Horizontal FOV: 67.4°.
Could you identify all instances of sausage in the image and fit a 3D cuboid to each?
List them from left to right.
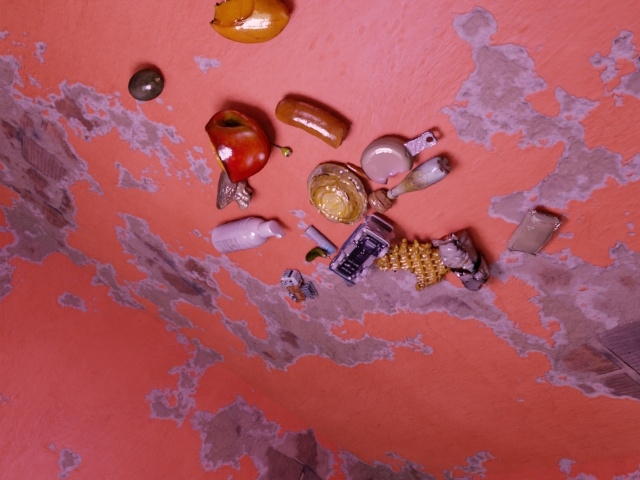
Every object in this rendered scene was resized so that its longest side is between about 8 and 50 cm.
[{"bbox_3d":[-0.033,-0.418,1.677,0.271,0.108,0.108,26,139,4],"label":"sausage"}]

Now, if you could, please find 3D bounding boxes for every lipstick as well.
[{"bbox_3d":[0.000,0.000,2.114,0.158,0.048,0.048,42,137,-14],"label":"lipstick"}]

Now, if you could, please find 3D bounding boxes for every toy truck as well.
[{"bbox_3d":[-0.110,0.222,2.375,0.115,0.080,0.177,-11,126,31],"label":"toy truck"},{"bbox_3d":[0.159,0.042,1.969,0.146,0.175,0.367,33,139,-6],"label":"toy truck"}]

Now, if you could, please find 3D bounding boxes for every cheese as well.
[{"bbox_3d":[0.270,-0.294,1.643,0.286,0.082,0.163,-18,121,39],"label":"cheese"}]

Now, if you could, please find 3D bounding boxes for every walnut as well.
[{"bbox_3d":[0.227,-0.149,1.816,0.079,0.082,0.096,-35,110,16],"label":"walnut"}]

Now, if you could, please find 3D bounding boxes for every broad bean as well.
[{"bbox_3d":[-0.020,0.067,2.157,0.227,0.039,0.069,-4,106,64],"label":"broad bean"}]

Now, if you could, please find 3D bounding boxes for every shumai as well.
[{"bbox_3d":[-0.367,-0.214,2.058,0.153,0.161,0.209,15,118,-15],"label":"shumai"}]

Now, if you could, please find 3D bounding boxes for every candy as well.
[{"bbox_3d":[-0.166,-0.362,1.866,0.123,0.035,0.035,32,108,11],"label":"candy"}]

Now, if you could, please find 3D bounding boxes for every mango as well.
[{"bbox_3d":[-0.213,-0.693,1.489,0.252,0.126,0.153,5,122,17],"label":"mango"}]

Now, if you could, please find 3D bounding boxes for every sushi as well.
[{"bbox_3d":[0.547,0.076,1.815,0.124,0.130,0.332,-19,120,41],"label":"sushi"}]

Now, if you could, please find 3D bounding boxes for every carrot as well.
[{"bbox_3d":[0.157,-0.253,1.785,0.142,0.035,0.035,25,139,12],"label":"carrot"}]

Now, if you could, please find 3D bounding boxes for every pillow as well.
[{"bbox_3d":[0.737,-0.026,1.663,0.119,0.053,0.208,19,138,6],"label":"pillow"}]

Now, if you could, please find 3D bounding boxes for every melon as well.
[{"bbox_3d":[-0.672,-0.599,1.851,0.168,0.114,0.114,-6,128,37],"label":"melon"}]

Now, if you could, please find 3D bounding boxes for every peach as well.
[{"bbox_3d":[-0.309,-0.342,1.807,0.246,0.248,0.274,2,145,-2],"label":"peach"}]

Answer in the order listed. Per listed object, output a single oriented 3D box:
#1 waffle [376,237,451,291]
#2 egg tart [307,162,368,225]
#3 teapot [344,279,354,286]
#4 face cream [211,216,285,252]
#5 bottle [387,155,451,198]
[{"bbox_3d":[0.391,0.100,1.931,0.293,0.069,0.260,25,139,-19],"label":"waffle"},{"bbox_3d":[0.055,-0.167,1.865,0.279,0.095,0.278,22,136,23],"label":"egg tart"},{"bbox_3d":[0.116,0.162,2.219,0.043,0.042,0.110,-15,118,39],"label":"teapot"},{"bbox_3d":[-0.322,-0.035,2.194,0.370,0.145,0.145,-11,125,35],"label":"face cream"},{"bbox_3d":[0.335,-0.211,1.689,0.083,0.083,0.270,44,142,-16],"label":"bottle"}]
